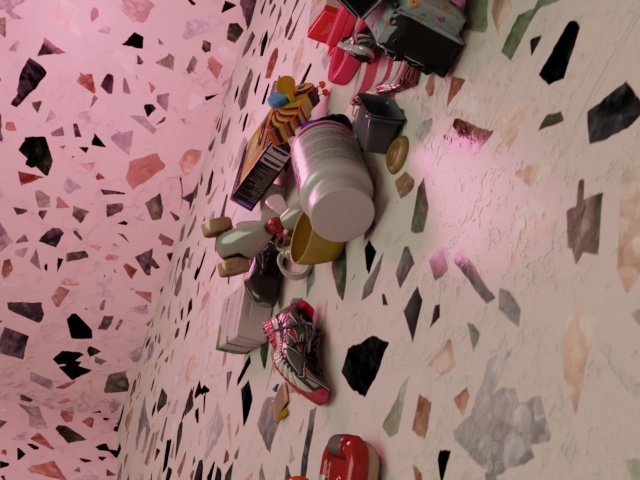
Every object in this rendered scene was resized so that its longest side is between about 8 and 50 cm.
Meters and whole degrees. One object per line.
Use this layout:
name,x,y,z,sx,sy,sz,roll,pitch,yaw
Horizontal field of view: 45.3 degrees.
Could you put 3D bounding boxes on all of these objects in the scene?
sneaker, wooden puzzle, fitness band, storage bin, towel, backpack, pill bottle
sneaker,0.101,-0.461,1.789,0.077,0.072,0.178,-57,27,8
sneaker,-0.041,0.235,1.660,0.112,0.121,0.299,-39,36,7
sneaker,0.015,-0.262,1.914,0.146,0.102,0.293,-30,12,13
wooden puzzle,-0.095,0.386,1.836,0.078,0.014,0.116,-55,27,34
fitness band,0.085,-0.548,2.002,0.209,0.054,0.291,-113,41,-57
storage bin,0.113,-0.248,1.638,0.135,0.098,0.091,-109,28,-58
sneaker,-0.147,0.064,2.096,0.106,0.101,0.267,-53,30,38
towel,0.159,-0.437,1.728,0.329,0.037,0.237,180,105,-70
backpack,0.177,-0.414,1.461,0.144,0.166,0.188,-65,25,21
pill bottle,0.026,-0.131,1.667,0.283,0.160,0.160,-103,34,-54

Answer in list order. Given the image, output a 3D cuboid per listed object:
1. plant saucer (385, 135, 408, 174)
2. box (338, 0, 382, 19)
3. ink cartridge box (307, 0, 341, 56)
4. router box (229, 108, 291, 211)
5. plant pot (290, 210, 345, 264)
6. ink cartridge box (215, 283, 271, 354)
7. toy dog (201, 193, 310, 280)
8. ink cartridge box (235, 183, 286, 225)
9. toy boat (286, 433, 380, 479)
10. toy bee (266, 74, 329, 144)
plant saucer,0.154,-0.177,1.571,0.083,0.015,0.083,-165,90,-71
box,0.106,-0.738,1.483,0.480,0.297,0.472,-43,26,12
ink cartridge box,0.027,-0.663,2.204,0.134,0.078,0.231,140,141,-58
router box,-0.159,-0.269,2.292,0.243,0.081,0.309,-51,19,32
plant pot,0.000,0.000,1.740,0.134,0.095,0.134,-164,90,-71
ink cartridge box,-0.216,0.225,2.169,0.219,0.092,0.160,146,136,-61
toy dog,-0.141,-0.012,2.000,0.161,0.333,0.220,-3,-87,-69
ink cartridge box,-0.208,-0.039,2.391,0.296,0.066,0.261,177,109,-70
toy boat,0.003,0.442,1.307,0.151,0.151,0.231,155,128,-66
toy bee,-0.062,-0.387,2.107,0.162,0.195,0.298,-16,57,15
